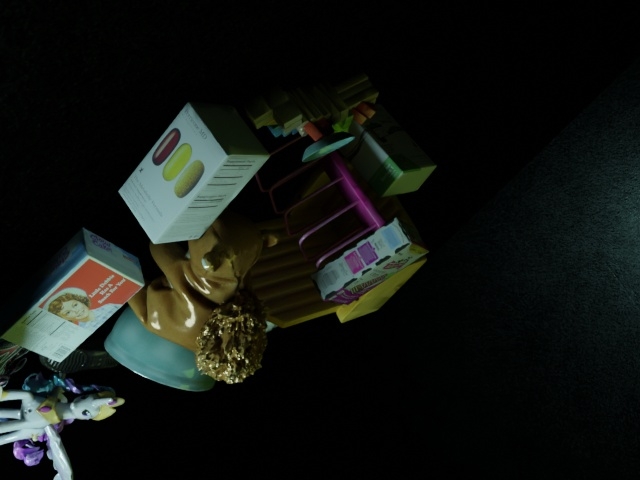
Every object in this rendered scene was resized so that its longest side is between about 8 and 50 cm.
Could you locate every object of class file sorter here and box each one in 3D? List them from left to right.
[{"bbox_3d":[-0.002,-0.077,1.907,0.182,0.291,0.202,-32,163,-6],"label":"file sorter"}]

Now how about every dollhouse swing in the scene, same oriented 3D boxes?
[{"bbox_3d":[0.000,0.000,2.045,0.304,0.347,0.315,-4,145,-42],"label":"dollhouse swing"}]

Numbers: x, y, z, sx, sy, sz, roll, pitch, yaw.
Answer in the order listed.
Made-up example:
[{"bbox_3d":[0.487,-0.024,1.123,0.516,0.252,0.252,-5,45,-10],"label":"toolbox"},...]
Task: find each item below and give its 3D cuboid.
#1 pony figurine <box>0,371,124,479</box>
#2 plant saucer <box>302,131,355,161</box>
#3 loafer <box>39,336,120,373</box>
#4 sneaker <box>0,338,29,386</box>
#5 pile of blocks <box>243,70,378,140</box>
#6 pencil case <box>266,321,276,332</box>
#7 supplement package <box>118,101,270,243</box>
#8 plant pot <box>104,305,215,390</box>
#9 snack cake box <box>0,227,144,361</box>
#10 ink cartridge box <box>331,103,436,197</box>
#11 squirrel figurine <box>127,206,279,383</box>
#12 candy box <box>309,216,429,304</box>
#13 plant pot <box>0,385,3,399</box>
[{"bbox_3d":[-0.685,0.442,2.023,0.363,0.303,0.351,0,155,-27],"label":"pony figurine"},{"bbox_3d":[0.013,-0.195,1.706,0.119,0.021,0.119,-24,179,0],"label":"plant saucer"},{"bbox_3d":[-0.592,0.274,2.052,0.220,0.078,0.080,11,116,-45],"label":"loafer"},{"bbox_3d":[-0.674,0.248,1.763,0.299,0.112,0.121,-28,161,-29],"label":"sneaker"},{"bbox_3d":[-0.007,-0.247,1.739,0.362,0.113,0.149,-18,156,-44],"label":"pile of blocks"},{"bbox_3d":[-0.214,0.229,2.513,0.410,0.160,0.183,-28,-167,-22],"label":"pencil case"},{"bbox_3d":[-0.238,-0.126,1.567,0.244,0.139,0.134,-46,161,27],"label":"supplement package"},{"bbox_3d":[-0.360,0.218,2.075,0.196,0.293,0.293,-65,158,5],"label":"plant pot"},{"bbox_3d":[-0.503,0.113,1.681,0.264,0.089,0.152,-40,133,14],"label":"snack cake box"},{"bbox_3d":[0.138,-0.213,1.937,0.160,0.219,0.093,-15,150,-52],"label":"ink cartridge box"},{"bbox_3d":[-0.209,0.111,1.819,0.281,0.397,0.370,-16,161,-37],"label":"squirrel figurine"},{"bbox_3d":[0.111,0.051,1.848,0.233,0.071,0.159,-35,161,14],"label":"candy box"},{"bbox_3d":[-0.763,0.290,1.533,0.284,0.191,0.284,-41,168,-10],"label":"plant pot"}]
